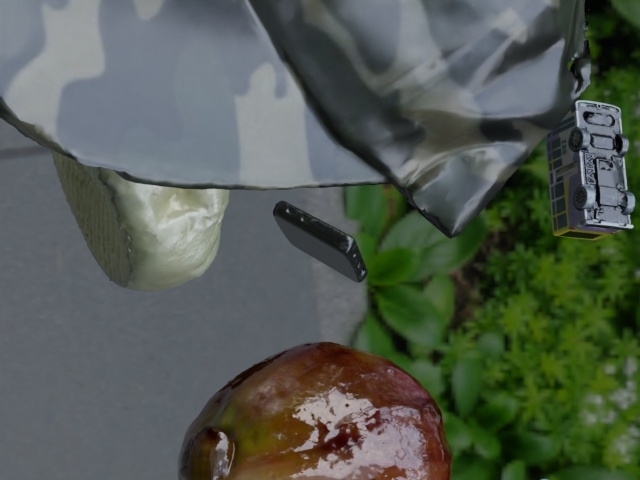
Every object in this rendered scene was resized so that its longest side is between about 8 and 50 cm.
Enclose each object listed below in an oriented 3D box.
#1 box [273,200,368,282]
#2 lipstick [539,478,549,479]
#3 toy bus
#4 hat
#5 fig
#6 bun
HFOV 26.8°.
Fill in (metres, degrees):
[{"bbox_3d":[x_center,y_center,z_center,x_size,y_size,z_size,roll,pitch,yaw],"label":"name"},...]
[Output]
[{"bbox_3d":[0.000,0.000,1.725,0.027,0.125,0.126,-56,160,-12],"label":"box"},{"bbox_3d":[0.114,0.315,1.128,0.068,0.274,0.061,37,14,-18],"label":"lipstick"},{"bbox_3d":[0.212,-0.054,1.068,0.052,0.058,0.102,6,73,-27],"label":"toy bus"},{"bbox_3d":[-0.028,-0.192,0.743,0.382,0.257,0.366,13,40,-53],"label":"hat"},{"bbox_3d":[-0.010,0.204,1.271,0.263,0.224,0.224,-9,97,-16],"label":"fig"},{"bbox_3d":[-0.261,-0.096,2.018,0.211,0.360,0.359,-23,107,-22],"label":"bun"}]
